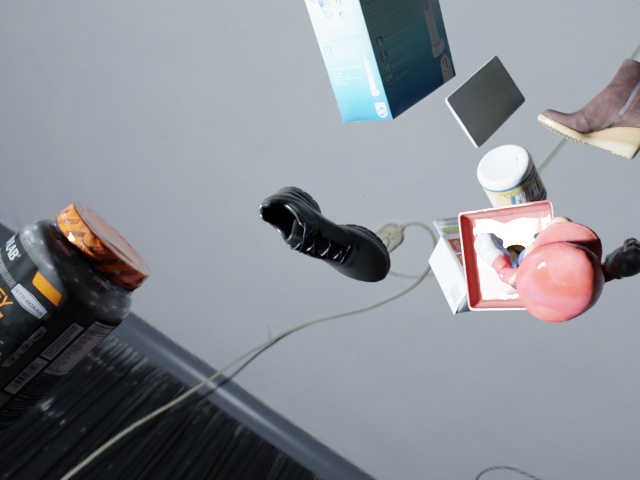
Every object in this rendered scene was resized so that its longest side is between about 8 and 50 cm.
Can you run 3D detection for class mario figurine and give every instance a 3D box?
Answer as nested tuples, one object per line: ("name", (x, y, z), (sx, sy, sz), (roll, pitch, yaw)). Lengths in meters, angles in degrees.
("mario figurine", (0.364, 0.017, 0.959), (0.198, 0.320, 0.170), (-33, 83, 9))

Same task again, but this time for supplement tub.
("supplement tub", (0.516, -0.141, 1.647), (0.144, 0.144, 0.199), (-18, 135, 26))
("supplement tub", (-0.441, 0.113, 0.948), (0.338, 0.207, 0.207), (-44, 92, -4))

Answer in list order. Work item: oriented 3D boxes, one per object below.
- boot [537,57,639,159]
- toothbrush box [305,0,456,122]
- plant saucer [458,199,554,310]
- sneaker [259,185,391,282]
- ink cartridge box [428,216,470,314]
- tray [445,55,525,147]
("boot", (0.660, -0.321, 1.439), (0.248, 0.090, 0.207), (24, 100, 15))
("toothbrush box", (0.105, -0.388, 1.097), (0.126, 0.216, 0.295), (9, 129, 45))
("plant saucer", (0.480, 0.043, 1.551), (0.258, 0.048, 0.259), (-8, 88, 45))
("sneaker", (0.000, 0.000, 1.193), (0.286, 0.130, 0.109), (30, 111, 16))
("ink cartridge box", (0.507, 0.058, 1.879), (0.309, 0.272, 0.130), (-6, 142, -17))
("tray", (0.409, -0.346, 1.545), (0.145, 0.270, 0.030), (54, 145, -10))
